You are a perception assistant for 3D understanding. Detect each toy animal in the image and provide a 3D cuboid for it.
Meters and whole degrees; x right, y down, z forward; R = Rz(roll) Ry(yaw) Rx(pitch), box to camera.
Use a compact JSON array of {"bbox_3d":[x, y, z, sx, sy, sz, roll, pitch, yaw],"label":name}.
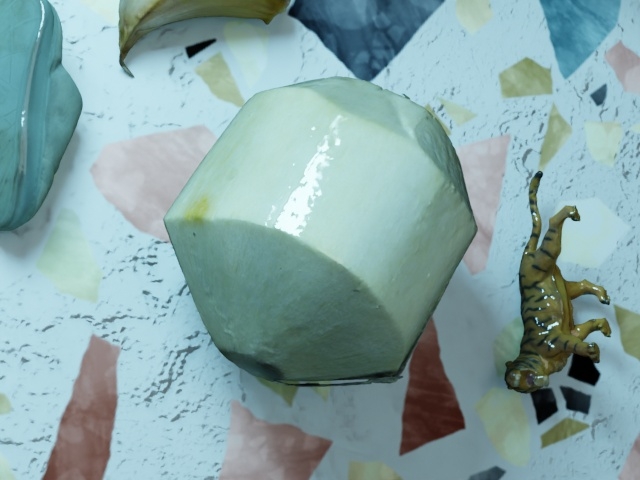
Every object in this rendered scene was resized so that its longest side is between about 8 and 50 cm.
[{"bbox_3d":[0.266,0.048,1.471,0.116,0.114,0.255,-10,76,24],"label":"toy animal"}]

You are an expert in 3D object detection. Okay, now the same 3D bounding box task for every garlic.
[{"bbox_3d":[-0.144,-0.287,1.385,0.207,0.128,0.115,-20,64,-13],"label":"garlic"}]

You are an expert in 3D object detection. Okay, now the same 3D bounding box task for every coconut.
[{"bbox_3d":[0.000,0.000,1.281,0.323,0.323,0.322,3,80,-18],"label":"coconut"}]

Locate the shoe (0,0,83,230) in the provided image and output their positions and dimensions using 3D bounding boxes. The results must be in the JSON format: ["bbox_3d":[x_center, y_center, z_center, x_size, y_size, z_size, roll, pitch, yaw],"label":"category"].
[{"bbox_3d":[-0.304,-0.134,1.313,0.100,0.103,0.251,4,93,-61],"label":"shoe"}]
